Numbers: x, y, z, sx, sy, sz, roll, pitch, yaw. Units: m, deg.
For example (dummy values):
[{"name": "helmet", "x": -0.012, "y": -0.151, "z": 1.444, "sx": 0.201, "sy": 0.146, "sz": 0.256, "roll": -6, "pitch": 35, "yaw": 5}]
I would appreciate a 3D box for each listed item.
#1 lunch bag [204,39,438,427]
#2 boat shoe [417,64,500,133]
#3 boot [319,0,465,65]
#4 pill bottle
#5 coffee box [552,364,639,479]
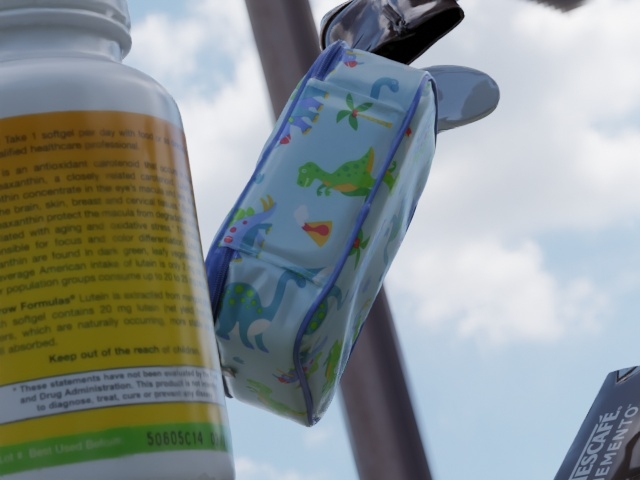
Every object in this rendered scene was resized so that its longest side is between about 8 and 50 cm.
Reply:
[{"name": "lunch bag", "x": 0.000, "y": 0.000, "z": 1.132, "sx": 0.090, "sy": 0.219, "sz": 0.176, "roll": 20, "pitch": -22, "yaw": 13}, {"name": "boat shoe", "x": 0.058, "y": -0.091, "z": 1.281, "sx": 0.142, "sy": 0.049, "sz": 0.040, "roll": -11, "pitch": -24, "yaw": -3}, {"name": "boot", "x": 0.116, "y": -0.240, "z": 1.751, "sx": 0.248, "sy": 0.207, "sz": 0.090, "roll": -35, "pitch": -67, "yaw": 0}, {"name": "pill bottle", "x": -0.121, "y": 0.002, "z": 0.785, "sx": 0.136, "sy": 0.246, "sz": 0.136, "roll": -9, "pitch": -13, "yaw": -2}, {"name": "coffee box", "x": 0.284, "y": 0.236, "z": 1.169, "sx": 0.119, "sy": 0.168, "sz": 0.297, "roll": -18, "pitch": -61, "yaw": 48}]
